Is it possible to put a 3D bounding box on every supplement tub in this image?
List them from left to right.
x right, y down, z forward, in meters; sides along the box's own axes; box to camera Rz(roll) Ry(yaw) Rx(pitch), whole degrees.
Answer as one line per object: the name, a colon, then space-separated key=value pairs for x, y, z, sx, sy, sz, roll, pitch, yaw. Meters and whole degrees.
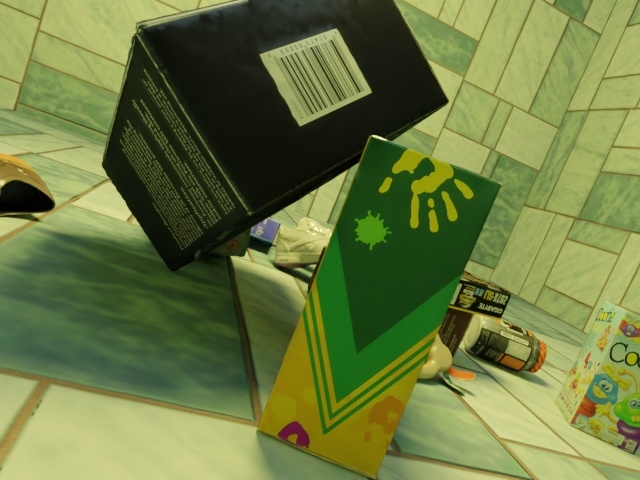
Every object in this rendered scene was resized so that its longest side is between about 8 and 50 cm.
supplement tub: x=0.502 y=0.282 z=1.291 sx=0.191 sy=0.116 sz=0.117 roll=22 pitch=8 yaw=1

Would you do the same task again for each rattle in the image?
rattle: x=0.202 y=0.254 z=0.996 sx=0.200 sy=0.143 sz=0.130 roll=35 pitch=36 yaw=-19

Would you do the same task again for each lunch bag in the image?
lunch bag: x=-0.309 y=-0.051 z=1.252 sx=0.224 sy=0.160 sz=0.262 roll=15 pitch=-2 yaw=-20

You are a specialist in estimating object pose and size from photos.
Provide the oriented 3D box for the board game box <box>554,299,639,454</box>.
board game box: x=0.665 y=0.295 z=1.055 sx=0.142 sy=0.275 sz=0.144 roll=23 pitch=8 yaw=12

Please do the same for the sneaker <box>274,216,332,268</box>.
sneaker: x=0.000 y=0.000 z=1.370 sx=0.305 sy=0.152 sz=0.114 roll=-4 pitch=-11 yaw=22

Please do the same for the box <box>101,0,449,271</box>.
box: x=-0.111 y=-0.210 z=0.920 sx=0.297 sy=0.480 sz=0.472 roll=60 pitch=-32 yaw=-6

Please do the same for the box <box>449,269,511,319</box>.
box: x=0.272 y=0.081 z=1.198 sx=0.257 sy=0.079 sz=0.322 roll=14 pitch=11 yaw=-33

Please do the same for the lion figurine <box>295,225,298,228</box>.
lion figurine: x=0.049 y=0.034 z=1.539 sx=0.393 sy=0.142 sz=0.240 roll=16 pitch=-10 yaw=-1

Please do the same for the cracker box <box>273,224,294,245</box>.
cracker box: x=-0.077 y=0.007 z=1.796 sx=0.232 sy=0.067 sz=0.156 roll=20 pitch=7 yaw=-16

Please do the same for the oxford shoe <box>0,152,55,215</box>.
oxford shoe: x=-0.655 y=-0.112 z=0.853 sx=0.133 sy=0.129 sz=0.364 roll=33 pitch=12 yaw=20

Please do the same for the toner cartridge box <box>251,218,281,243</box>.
toner cartridge box: x=-0.310 y=-0.076 z=1.568 sx=0.348 sy=0.075 sz=0.165 roll=21 pitch=-10 yaw=-5

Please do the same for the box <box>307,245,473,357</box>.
box: x=0.167 y=0.152 z=1.212 sx=0.382 sy=0.143 sz=0.191 roll=22 pitch=8 yaw=-7

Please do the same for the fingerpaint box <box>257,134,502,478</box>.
fingerpaint box: x=0.082 y=0.059 z=0.741 sx=0.163 sy=0.370 sz=0.445 roll=22 pitch=7 yaw=3
